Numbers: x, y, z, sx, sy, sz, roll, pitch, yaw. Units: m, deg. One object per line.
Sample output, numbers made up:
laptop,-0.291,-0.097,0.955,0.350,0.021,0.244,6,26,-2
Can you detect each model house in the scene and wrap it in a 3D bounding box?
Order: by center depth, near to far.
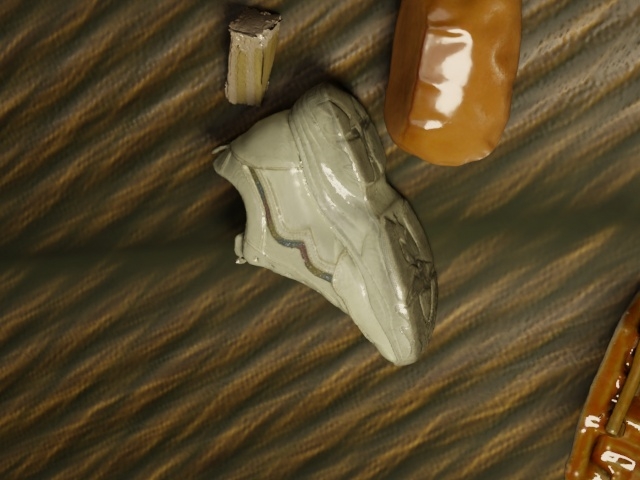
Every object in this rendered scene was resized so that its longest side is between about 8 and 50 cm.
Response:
model house,0.417,0.197,1.842,0.229,0.199,0.219,17,125,14

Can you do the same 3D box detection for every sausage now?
sausage,0.146,-0.201,1.808,0.136,0.120,0.241,-4,114,-18

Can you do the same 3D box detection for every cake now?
cake,-0.079,-0.211,1.919,0.052,0.065,0.121,17,135,9

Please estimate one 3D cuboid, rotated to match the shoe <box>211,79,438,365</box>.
shoe,0.000,0.000,1.924,0.211,0.132,0.342,-20,99,25
